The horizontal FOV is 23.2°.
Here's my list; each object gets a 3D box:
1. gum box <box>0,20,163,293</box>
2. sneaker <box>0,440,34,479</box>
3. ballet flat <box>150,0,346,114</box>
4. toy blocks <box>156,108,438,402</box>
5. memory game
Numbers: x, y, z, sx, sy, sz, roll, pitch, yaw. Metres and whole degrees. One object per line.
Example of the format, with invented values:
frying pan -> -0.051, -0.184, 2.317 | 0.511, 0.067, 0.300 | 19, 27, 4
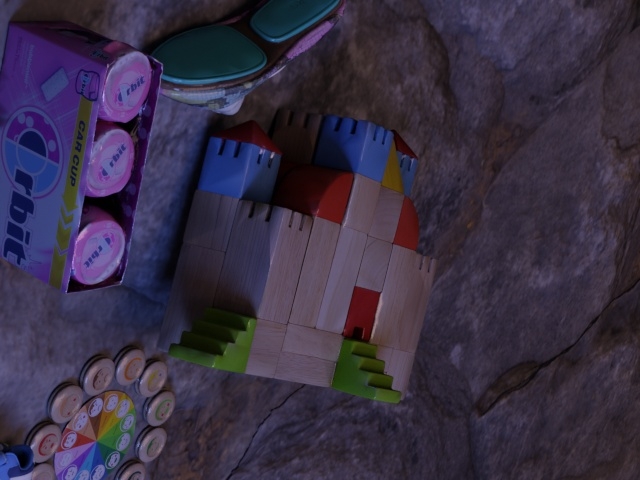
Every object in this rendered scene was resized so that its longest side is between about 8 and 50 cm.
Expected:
gum box -> -0.188, -0.069, 1.165 | 0.062, 0.107, 0.188 | -11, 120, -51
sneaker -> -0.282, 0.187, 1.259 | 0.059, 0.053, 0.144 | -64, 156, 1
ballet flat -> -0.063, -0.155, 1.324 | 0.221, 0.077, 0.079 | -36, 157, -36
toy blocks -> 0.000, 0.000, 1.443 | 0.381, 0.191, 0.260 | 17, 86, -58
memory game -> -0.198, 0.182, 1.407 | 0.186, 0.012, 0.186 | -33, 136, -38
